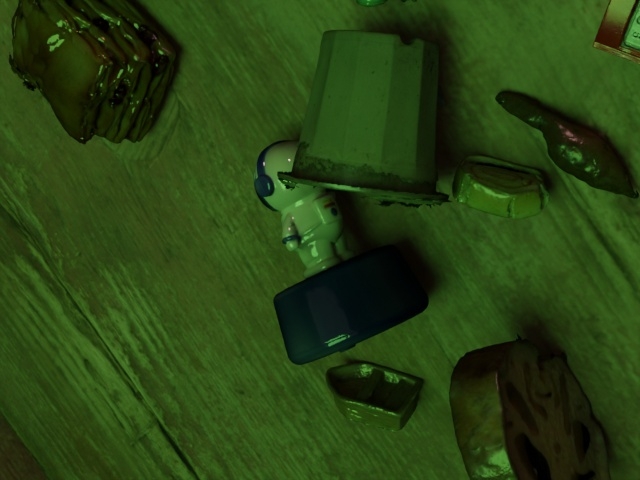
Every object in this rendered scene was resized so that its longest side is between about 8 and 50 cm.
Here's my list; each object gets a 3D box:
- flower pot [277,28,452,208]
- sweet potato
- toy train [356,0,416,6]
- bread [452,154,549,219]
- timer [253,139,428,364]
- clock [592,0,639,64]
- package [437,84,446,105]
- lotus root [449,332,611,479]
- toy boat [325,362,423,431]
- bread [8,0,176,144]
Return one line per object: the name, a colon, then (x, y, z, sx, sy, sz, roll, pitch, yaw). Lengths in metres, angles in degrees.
flower pot: (0.081, -0.192, 1.596, 0.290, 0.290, 0.259, 9, 96, 30)
sweet potato: (0.376, -0.150, 1.546, 0.269, 0.074, 0.075, 40, 131, 14)
toy train: (0.094, -0.484, 1.498, 0.188, 0.159, 0.272, 5, 118, 21)
bread: (0.288, -0.083, 1.611, 0.156, 0.117, 0.064, 21, 124, 23)
timer: (0.000, 0.000, 1.797, 0.270, 0.270, 0.384, -27, 85, 41)
clock: (0.474, -0.299, 1.405, 0.155, 0.061, 0.113, 26, 127, 15)
package: (0.159, -0.226, 1.685, 0.110, 0.015, 0.037, -15, 107, 40)
lotus root: (0.352, 0.345, 1.645, 0.111, 0.375, 0.390, -24, 139, 31)
toy boat: (0.095, 0.299, 1.962, 0.188, 0.116, 0.061, 14, 129, 26)
bread: (-0.457, -0.343, 1.935, 0.324, 0.167, 0.277, 38, 130, 9)
